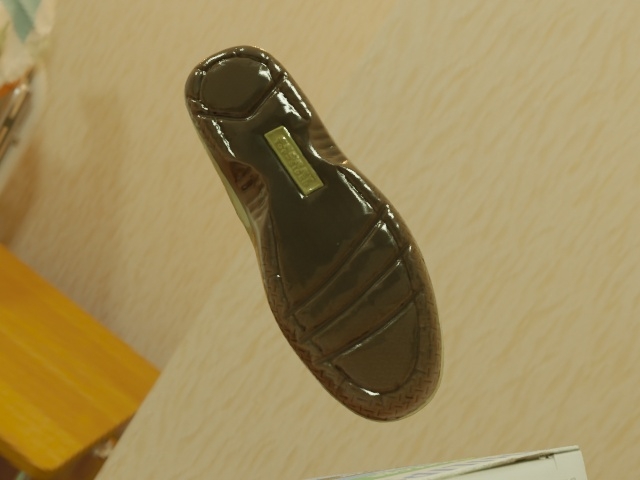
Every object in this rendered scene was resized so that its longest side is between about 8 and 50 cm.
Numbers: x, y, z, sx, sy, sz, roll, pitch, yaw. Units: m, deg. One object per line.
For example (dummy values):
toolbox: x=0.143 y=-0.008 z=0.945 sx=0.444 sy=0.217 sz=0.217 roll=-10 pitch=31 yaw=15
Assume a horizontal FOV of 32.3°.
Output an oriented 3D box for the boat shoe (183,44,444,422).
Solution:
boat shoe: x=0.000 y=0.000 z=0.497 sx=0.072 sy=0.068 sz=0.190 roll=81 pitch=-14 yaw=-64

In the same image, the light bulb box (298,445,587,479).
light bulb box: x=-0.031 y=0.297 z=0.818 sx=0.358 sy=0.361 sz=0.225 roll=-1 pitch=76 yaw=-34
